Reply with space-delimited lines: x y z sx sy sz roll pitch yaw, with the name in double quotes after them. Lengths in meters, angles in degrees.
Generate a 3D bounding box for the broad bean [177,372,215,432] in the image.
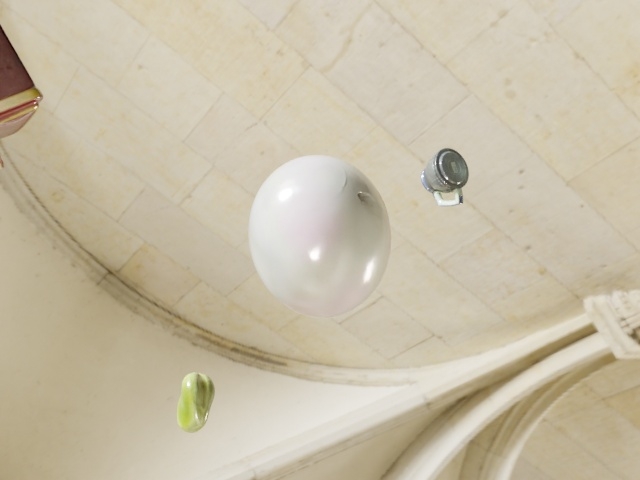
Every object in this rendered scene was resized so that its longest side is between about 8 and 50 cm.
-0.170 0.220 0.852 0.045 0.083 0.063 6 -164 -39 "broad bean"

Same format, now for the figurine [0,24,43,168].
-0.292 -0.127 0.496 0.098 0.082 0.154 -33 -80 -44 "figurine"

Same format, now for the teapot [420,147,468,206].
0.188 -0.091 0.960 0.066 0.057 0.088 -12 -99 -32 "teapot"

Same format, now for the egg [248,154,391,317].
0.000 0.000 0.460 0.103 0.135 0.103 -4 -132 4 "egg"
